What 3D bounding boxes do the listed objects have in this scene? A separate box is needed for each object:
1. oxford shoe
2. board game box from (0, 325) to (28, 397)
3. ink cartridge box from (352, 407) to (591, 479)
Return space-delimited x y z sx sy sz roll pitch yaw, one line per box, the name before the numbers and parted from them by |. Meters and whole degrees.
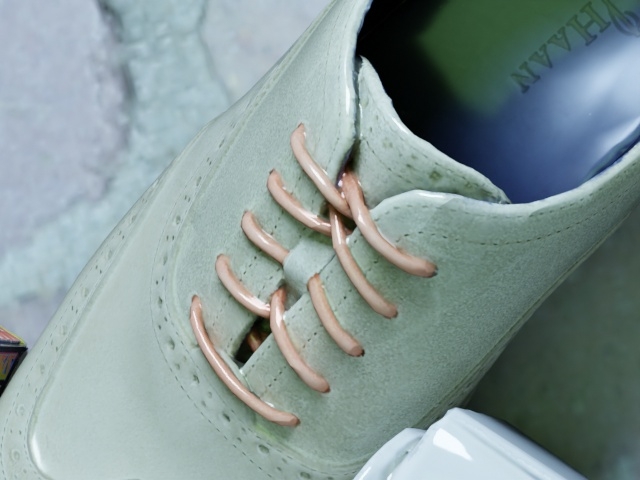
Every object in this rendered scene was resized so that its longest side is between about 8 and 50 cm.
oxford shoe | 0.000 0.000 0.440 0.140 0.146 0.397 41 94 12
board game box | -0.214 0.058 0.531 0.170 0.048 0.141 27 91 13
ink cartridge box | 0.116 0.268 0.374 0.395 0.166 0.285 36 91 15
